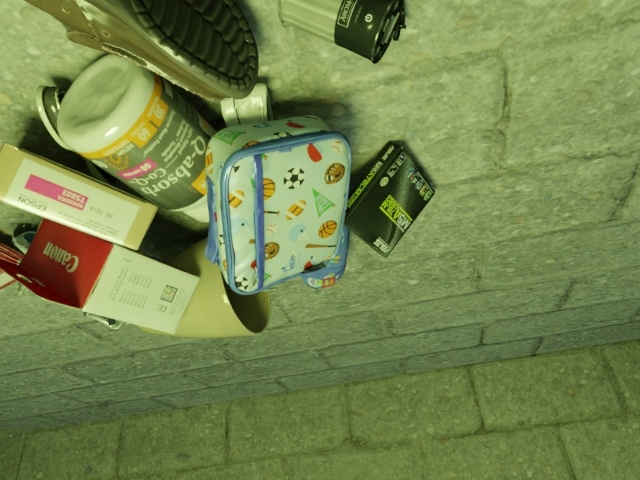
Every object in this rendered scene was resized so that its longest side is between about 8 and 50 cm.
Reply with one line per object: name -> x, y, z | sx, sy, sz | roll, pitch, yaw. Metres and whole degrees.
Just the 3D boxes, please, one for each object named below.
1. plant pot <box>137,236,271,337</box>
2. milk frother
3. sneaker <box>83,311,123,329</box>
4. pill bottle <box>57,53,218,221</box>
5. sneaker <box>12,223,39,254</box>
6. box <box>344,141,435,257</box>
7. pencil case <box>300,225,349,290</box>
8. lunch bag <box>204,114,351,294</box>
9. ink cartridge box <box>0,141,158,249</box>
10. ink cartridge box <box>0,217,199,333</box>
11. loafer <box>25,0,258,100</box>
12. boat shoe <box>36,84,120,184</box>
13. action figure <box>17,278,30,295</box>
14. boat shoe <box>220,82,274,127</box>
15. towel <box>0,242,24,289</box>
plant pot -> -0.295, 0.124, 1.065 | 0.274, 0.256, 0.256 | -15, 148, 12
milk frother -> 0.041, -0.304, 0.589 | 0.135, 0.129, 0.143 | 28, -176, 9
sneaker -> -0.466, 0.148, 1.179 | 0.282, 0.153, 0.099 | 3, 148, -15
pill bottle -> -0.247, -0.145, 0.721 | 0.162, 0.162, 0.278 | -17, 151, 18
sneaker -> -0.613, 0.032, 1.044 | 0.083, 0.071, 0.191 | -19, 130, 44
box -> 0.137, -0.076, 0.931 | 0.184, 0.045, 0.191 | -54, 139, -1
pencil case -> 0.000, 0.000, 1.053 | 0.133, 0.119, 0.306 | -3, 149, -3
lunch bag -> -0.076, -0.048, 0.762 | 0.243, 0.115, 0.303 | -19, 134, -27
ink cartridge box -> -0.422, -0.070, 0.779 | 0.235, 0.088, 0.193 | 26, 173, -28
ink cartridge box -> -0.451, 0.053, 0.898 | 0.309, 0.130, 0.272 | 15, 168, 37
loafer -> -0.241, -0.290, 0.547 | 0.366, 0.133, 0.130 | 29, 155, -30
boat shoe -> -0.370, -0.170, 0.744 | 0.069, 0.081, 0.227 | -4, 157, 2
action figure -> -0.667, 0.074, 1.118 | 0.232, 0.063, 0.137 | -19, 144, 13
boat shoe -> -0.094, -0.161, 0.793 | 0.084, 0.095, 0.258 | -6, 150, 8
towel -> -0.822, 0.018, 0.965 | 0.237, 0.037, 0.329 | -21, 137, 27
